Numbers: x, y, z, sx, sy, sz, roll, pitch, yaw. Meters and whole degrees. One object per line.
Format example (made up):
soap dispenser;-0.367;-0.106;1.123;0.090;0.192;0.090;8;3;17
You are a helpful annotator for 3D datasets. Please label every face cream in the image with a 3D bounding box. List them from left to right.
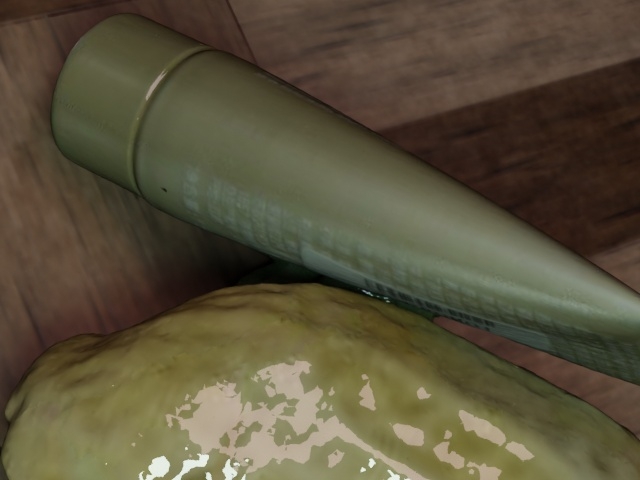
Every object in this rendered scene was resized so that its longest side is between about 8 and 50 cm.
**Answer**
face cream;0.029;-0.009;0.729;0.341;0.137;0.084;26;81;24

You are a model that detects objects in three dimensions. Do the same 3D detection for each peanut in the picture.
peanut;0.025;0.119;0.732;0.340;0.158;0.174;30;87;-9

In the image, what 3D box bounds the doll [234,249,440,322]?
doll;0.000;0.000;0.821;0.150;0.077;0.115;44;59;6
